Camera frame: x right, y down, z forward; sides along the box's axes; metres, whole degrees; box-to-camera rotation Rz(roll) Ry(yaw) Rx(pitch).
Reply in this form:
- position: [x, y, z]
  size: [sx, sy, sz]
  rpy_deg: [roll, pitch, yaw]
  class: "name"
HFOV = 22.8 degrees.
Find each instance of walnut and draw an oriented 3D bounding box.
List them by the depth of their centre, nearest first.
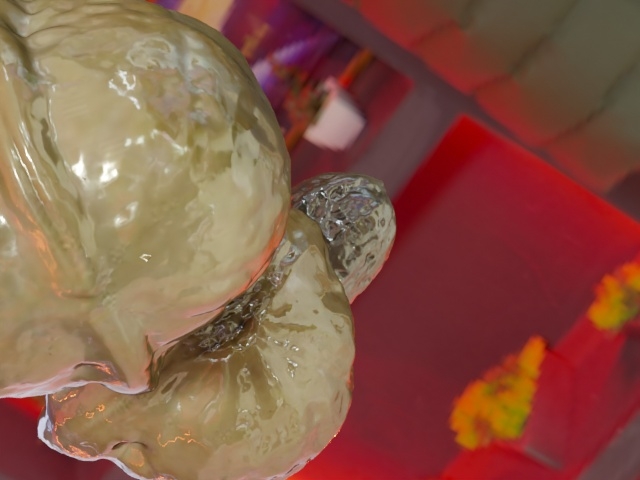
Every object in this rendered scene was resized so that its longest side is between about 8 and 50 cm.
- position: [-0.203, -0.042, 1.284]
  size: [0.381, 0.381, 0.381]
  rpy_deg: [-45, 26, 30]
  class: "walnut"
- position: [-0.136, 0.108, 1.682]
  size: [0.383, 0.384, 0.383]
  rpy_deg: [-45, 26, 30]
  class: "walnut"
- position: [0.001, 0.002, 2.039]
  size: [0.230, 0.178, 0.178]
  rpy_deg: [-45, 19, -15]
  class: "walnut"
